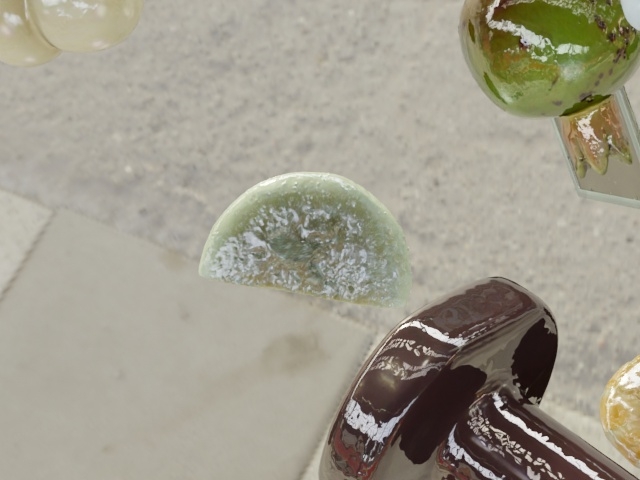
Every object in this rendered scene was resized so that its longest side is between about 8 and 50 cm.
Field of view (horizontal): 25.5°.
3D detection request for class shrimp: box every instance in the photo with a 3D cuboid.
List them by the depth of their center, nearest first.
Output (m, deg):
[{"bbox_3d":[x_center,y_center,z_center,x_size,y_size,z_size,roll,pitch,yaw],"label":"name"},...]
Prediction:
[{"bbox_3d":[0.231,0.084,0.768,0.162,0.045,0.095,-16,32,-14],"label":"shrimp"}]

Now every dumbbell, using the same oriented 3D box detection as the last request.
[{"bbox_3d":[0.118,0.122,0.594,0.140,0.124,0.225,-21,46,-41],"label":"dumbbell"}]

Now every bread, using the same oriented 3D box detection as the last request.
[{"bbox_3d":[-0.003,-0.004,1.246,0.193,0.036,0.112,10,102,-13],"label":"bread"}]

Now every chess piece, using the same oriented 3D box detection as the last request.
[{"bbox_3d":[-0.318,-0.233,1.433,0.299,0.167,0.167,-5,61,20],"label":"chess piece"}]

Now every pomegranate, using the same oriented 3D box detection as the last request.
[{"bbox_3d":[0.200,-0.152,1.150,0.159,0.159,0.205,-23,103,-3],"label":"pomegranate"}]

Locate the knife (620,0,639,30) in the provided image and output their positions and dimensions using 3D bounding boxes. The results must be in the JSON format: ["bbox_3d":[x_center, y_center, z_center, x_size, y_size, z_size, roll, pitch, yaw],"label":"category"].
[{"bbox_3d":[0.305,-0.167,0.676,0.331,0.080,0.044,-16,82,23],"label":"knife"}]

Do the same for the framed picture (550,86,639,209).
[{"bbox_3d":[0.371,-0.146,1.902,0.017,0.274,0.217,-23,103,-10],"label":"framed picture"}]
